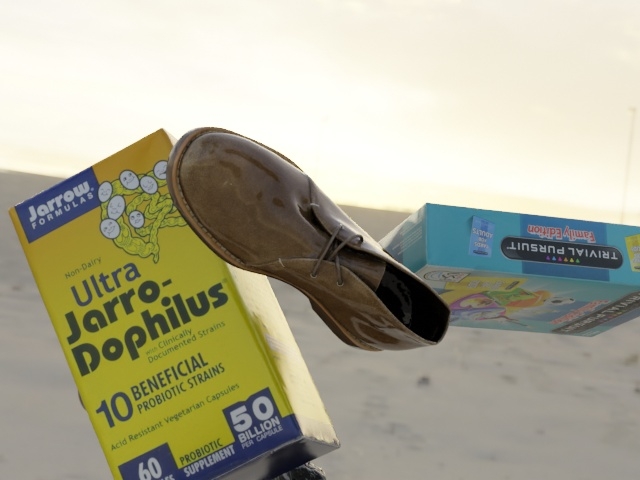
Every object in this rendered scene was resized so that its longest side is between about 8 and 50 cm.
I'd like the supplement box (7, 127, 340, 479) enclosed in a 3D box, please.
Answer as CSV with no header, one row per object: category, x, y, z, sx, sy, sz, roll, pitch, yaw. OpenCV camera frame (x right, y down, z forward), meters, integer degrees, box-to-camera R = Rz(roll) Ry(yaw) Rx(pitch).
supplement box,-0.152,0.096,1.399,0.194,0.356,0.195,-27,-16,6

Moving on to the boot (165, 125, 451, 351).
boot,0.000,0.000,1.152,0.305,0.112,0.115,38,-18,-30

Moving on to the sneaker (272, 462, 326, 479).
sneaker,-0.034,0.274,1.556,0.089,0.051,0.170,27,30,-33

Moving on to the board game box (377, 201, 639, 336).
board game box,0.237,0.044,1.584,0.336,0.079,0.254,6,-18,-16

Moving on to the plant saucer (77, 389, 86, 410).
plant saucer,-0.265,0.122,1.888,0.041,0.278,0.278,19,-2,11
